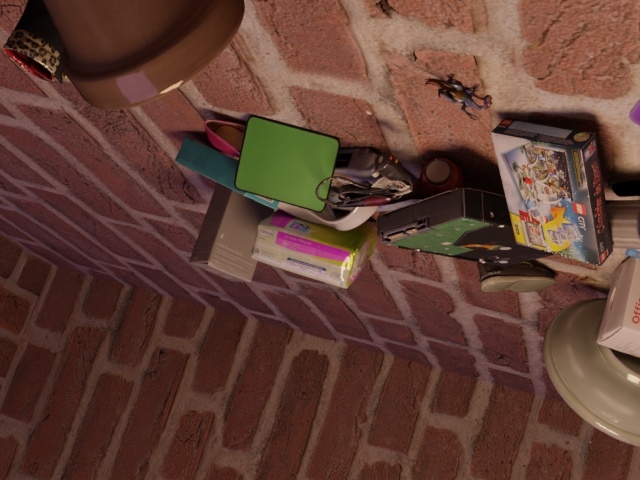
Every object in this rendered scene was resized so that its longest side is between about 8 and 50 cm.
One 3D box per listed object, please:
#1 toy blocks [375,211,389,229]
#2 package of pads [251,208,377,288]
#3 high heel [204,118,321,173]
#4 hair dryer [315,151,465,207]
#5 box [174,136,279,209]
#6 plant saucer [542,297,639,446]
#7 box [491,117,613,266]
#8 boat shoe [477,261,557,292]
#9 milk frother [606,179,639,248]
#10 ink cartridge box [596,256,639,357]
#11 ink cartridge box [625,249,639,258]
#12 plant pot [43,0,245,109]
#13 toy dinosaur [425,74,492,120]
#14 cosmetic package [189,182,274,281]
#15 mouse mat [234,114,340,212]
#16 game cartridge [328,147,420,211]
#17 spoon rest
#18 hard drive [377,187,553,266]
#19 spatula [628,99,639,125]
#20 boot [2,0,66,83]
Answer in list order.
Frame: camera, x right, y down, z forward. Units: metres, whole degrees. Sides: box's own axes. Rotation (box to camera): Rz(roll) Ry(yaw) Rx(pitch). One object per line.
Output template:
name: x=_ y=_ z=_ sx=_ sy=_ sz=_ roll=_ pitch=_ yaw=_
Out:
toy blocks: x=0.210 y=-0.025 z=2.053 sx=0.148 sy=0.054 sz=0.123 roll=23 pitch=164 yaw=-19
package of pads: x=0.000 y=0.000 z=2.086 sx=0.229 sy=0.101 sz=0.296 roll=16 pitch=-164 yaw=8
high heel: x=-0.110 y=-0.185 z=1.826 sx=0.244 sy=0.082 sz=0.117 roll=22 pitch=173 yaw=27
hair dryer: x=0.160 y=-0.101 z=1.739 sx=0.294 sy=0.080 sz=0.224 roll=16 pitch=160 yaw=-32
box: x=-0.189 y=-0.141 z=1.948 sx=0.244 sy=0.060 sz=0.100 roll=26 pitch=-178 yaw=42
plant saucer: x=0.679 y=0.251 z=1.993 sx=0.401 sy=0.400 sz=0.100 roll=17 pitch=134 yaw=5
box: x=0.367 y=-0.075 z=1.480 sx=0.159 sy=0.044 sz=0.233 roll=18 pitch=141 yaw=41
boat shoe: x=0.437 y=0.072 z=2.079 sx=0.228 sy=0.068 sz=0.081 roll=4 pitch=153 yaw=-39
milk frother: x=0.468 y=-0.056 z=1.509 sx=0.143 sy=0.129 sz=0.135 roll=20 pitch=170 yaw=-33
ink cartridge box: x=0.701 y=0.148 z=1.870 sx=0.233 sy=0.171 sz=0.168 roll=17 pitch=163 yaw=5
ink cartridge box: x=0.639 y=0.005 z=1.653 sx=0.180 sy=0.060 sz=0.104 roll=14 pitch=164 yaw=15
plant pot: x=-0.262 y=-0.339 z=1.216 sx=0.263 sy=0.263 sz=0.229 roll=6 pitch=142 yaw=38
toy dinosaur: x=0.218 y=-0.222 z=1.424 sx=0.082 sy=0.047 sz=0.090 roll=19 pitch=-159 yaw=-39
cosmetic package: x=-0.193 y=-0.035 z=2.142 sx=0.127 sy=0.238 sz=0.107 roll=24 pitch=167 yaw=-32
mouse mat: x=-0.065 y=-0.146 z=1.799 sx=0.190 sy=0.152 sz=0.007 roll=16 pitch=-163 yaw=7
game cartridge: x=0.052 y=-0.120 z=1.909 sx=0.297 sy=0.062 sz=0.198 roll=3 pitch=154 yaw=44
spoon rest: x=0.007 y=-0.064 z=1.903 sx=0.137 sy=0.084 sz=0.276 roll=29 pitch=161 yaw=-34
hard drive: x=0.306 y=-0.020 z=1.746 sx=0.339 sy=0.064 sz=0.237 roll=9 pitch=163 yaw=-34
spatula: x=0.577 y=-0.134 z=1.291 sx=0.297 sy=0.030 sz=0.084 roll=17 pitch=163 yaw=6
boot: x=-0.375 y=-0.315 z=1.469 sx=0.085 sy=0.178 sz=0.236 roll=5 pitch=159 yaw=40
